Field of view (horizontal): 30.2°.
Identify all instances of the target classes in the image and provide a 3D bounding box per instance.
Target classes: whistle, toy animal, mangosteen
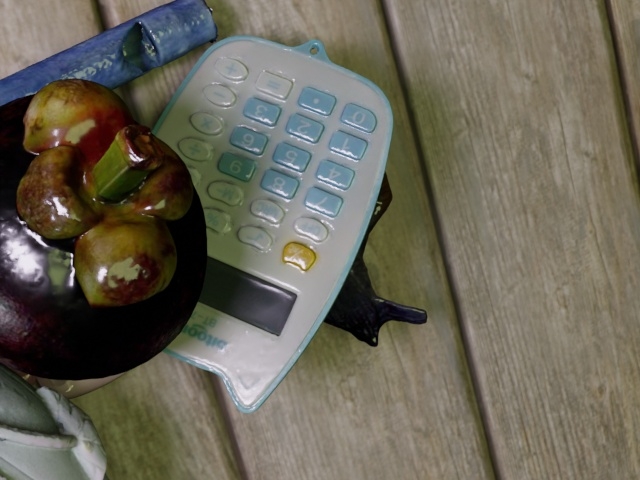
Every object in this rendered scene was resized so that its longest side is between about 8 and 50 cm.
[{"bbox_3d":[-0.247,-0.169,1.217,0.304,0.062,0.062,-30,109,-21],"label":"whistle"},{"bbox_3d":[0.000,0.000,1.331,0.185,0.122,0.298,-40,105,-22],"label":"toy animal"},{"bbox_3d":[-0.217,-0.018,1.086,0.275,0.302,0.275,14,58,-24],"label":"mangosteen"}]

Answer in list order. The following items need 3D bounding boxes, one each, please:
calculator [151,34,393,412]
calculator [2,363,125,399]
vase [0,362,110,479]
[{"bbox_3d":[-0.077,-0.034,1.244,0.256,0.054,0.386,22,86,11],"label":"calculator"},{"bbox_3d":[-0.256,0.112,1.265,0.166,0.024,0.103,-24,107,-25],"label":"calculator"},{"bbox_3d":[-0.286,0.276,1.151,0.445,0.250,0.250,43,76,-33],"label":"vase"}]
